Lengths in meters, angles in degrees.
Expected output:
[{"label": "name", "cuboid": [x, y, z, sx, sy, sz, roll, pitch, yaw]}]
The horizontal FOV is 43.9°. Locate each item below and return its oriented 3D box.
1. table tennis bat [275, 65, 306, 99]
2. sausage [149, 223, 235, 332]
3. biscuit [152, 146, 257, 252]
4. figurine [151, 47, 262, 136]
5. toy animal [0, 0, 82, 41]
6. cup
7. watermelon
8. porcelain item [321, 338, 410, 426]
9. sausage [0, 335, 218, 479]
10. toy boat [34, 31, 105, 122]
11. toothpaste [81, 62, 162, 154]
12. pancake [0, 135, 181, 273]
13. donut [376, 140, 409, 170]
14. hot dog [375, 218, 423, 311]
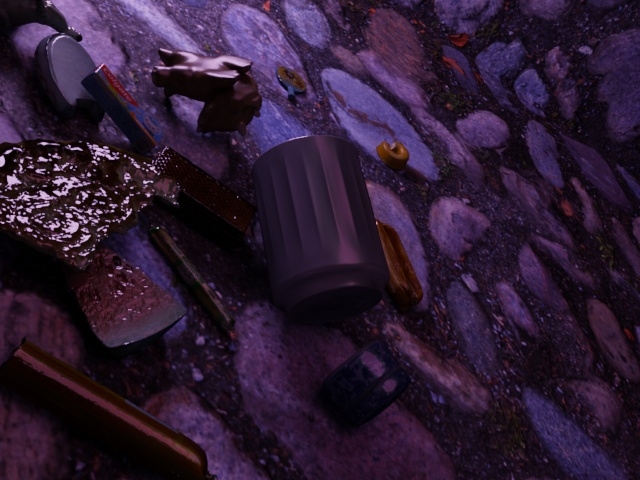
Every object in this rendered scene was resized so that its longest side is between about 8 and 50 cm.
[{"label": "table tennis bat", "cuboid": [-0.085, -0.448, 2.265, 0.100, 0.019, 0.155, 28, 34, -22]}, {"label": "sausage", "cuboid": [-0.243, 0.070, 1.497, 0.269, 0.033, 0.033, 50, 34, 12]}, {"label": "biscuit", "cuboid": [-0.247, -0.081, 1.631, 0.252, 0.070, 0.106, 36, 35, -12]}, {"label": "figurine", "cuboid": [-0.257, -0.332, 1.835, 0.247, 0.173, 0.177, 2, 38, -3]}, {"label": "toy animal", "cuboid": [-0.611, -0.471, 1.653, 0.217, 0.176, 0.073, 0, 65, -6]}, {"label": "cup", "cuboid": [0.000, 0.000, 1.650, 0.237, 0.323, 0.327, -13, 67, 0]}, {"label": "watermelon", "cuboid": [-0.360, 0.084, 1.328, 0.154, 0.094, 0.241, -26, 71, -45]}, {"label": "porcelain item", "cuboid": [0.090, 0.273, 1.506, 0.114, 0.147, 0.147, 51, 34, 14]}, {"label": "sausage", "cuboid": [-0.301, 0.267, 1.176, 0.371, 0.082, 0.082, 35, 34, -13]}, {"label": "toy boat", "cuboid": [-0.524, -0.330, 1.640, 0.134, 0.079, 0.207, -9, 69, -53]}, {"label": "toothpaste", "cuboid": [-0.408, -0.276, 1.650, 0.193, 0.044, 0.070, 53, 27, -25]}, {"label": "pancake", "cuboid": [-0.443, -0.080, 1.387, 0.305, 0.067, 0.427, 33, 32, 7]}, {"label": "donut", "cuboid": [0.218, -0.254, 2.338, 0.108, 0.043, 0.097, -10, 59, -46]}, {"label": "hot dog", "cuboid": [0.171, 0.056, 1.912, 0.100, 0.068, 0.249, 20, 40, -46]}]
